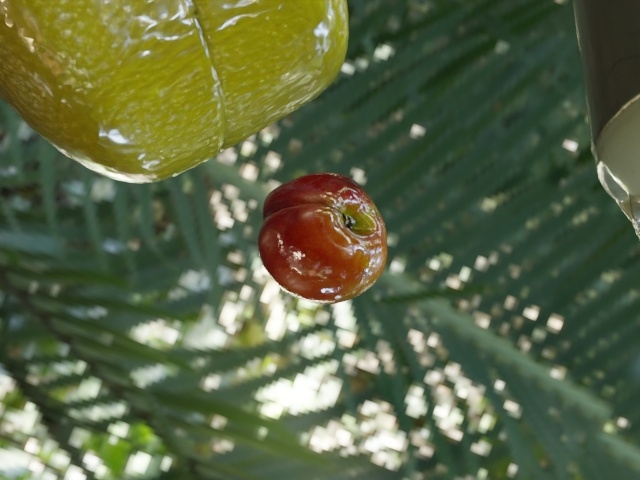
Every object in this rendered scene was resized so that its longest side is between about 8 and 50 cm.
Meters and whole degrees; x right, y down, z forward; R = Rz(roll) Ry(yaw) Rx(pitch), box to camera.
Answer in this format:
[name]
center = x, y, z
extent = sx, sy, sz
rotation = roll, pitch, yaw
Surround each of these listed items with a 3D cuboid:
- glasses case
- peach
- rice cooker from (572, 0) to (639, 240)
[glasses case]
center = -0.133, -0.195, 0.641
extent = 0.141, 0.371, 0.173
rotation = -28, 163, -13
[peach]
center = -0.001, 0.001, 1.222
extent = 0.101, 0.101, 0.101
rotation = -158, -90, -90
[rice cooker]
center = 0.244, -0.143, 0.763
extent = 0.288, 0.288, 0.277
rotation = 112, -26, -70
